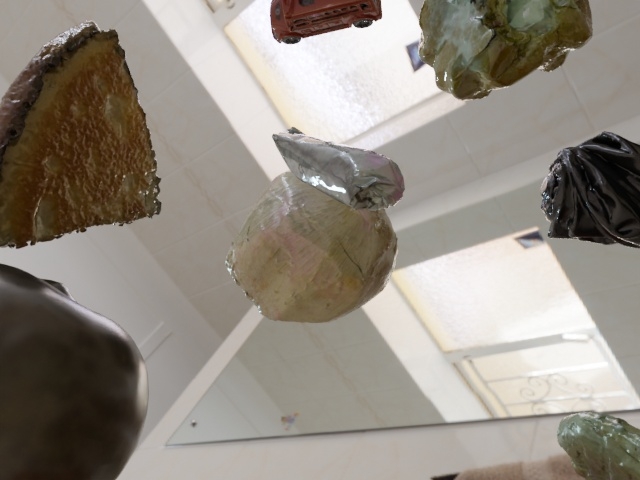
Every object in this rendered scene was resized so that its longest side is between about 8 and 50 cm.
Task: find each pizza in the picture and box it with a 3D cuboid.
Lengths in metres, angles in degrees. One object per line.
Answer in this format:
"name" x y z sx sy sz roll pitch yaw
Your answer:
"pizza" -0.446 -0.201 1.046 0.435 0.080 0.391 -28 -53 -64

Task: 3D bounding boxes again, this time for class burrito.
"burrito" 0.012 -0.075 0.589 0.064 0.203 0.064 -12 -65 -28

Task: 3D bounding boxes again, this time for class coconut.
"coconut" 0.000 0.000 1.045 0.297 0.254 0.297 24 -142 -20

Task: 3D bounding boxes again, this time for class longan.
"longan" -0.380 0.177 0.703 0.350 0.288 0.288 44 -136 -4

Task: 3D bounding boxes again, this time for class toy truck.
"toy truck" -0.001 -0.508 1.224 0.114 0.253 0.107 7 -103 -71

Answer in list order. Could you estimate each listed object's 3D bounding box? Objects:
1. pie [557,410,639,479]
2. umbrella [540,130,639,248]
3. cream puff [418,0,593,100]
"pie" 0.494 0.373 0.868 0.071 0.306 0.306 -41 -71 -12
"umbrella" 0.388 -0.016 0.558 0.340 0.118 0.118 16 -127 4
"cream puff" 0.327 -0.409 1.030 0.270 0.274 0.323 1 -85 -28
